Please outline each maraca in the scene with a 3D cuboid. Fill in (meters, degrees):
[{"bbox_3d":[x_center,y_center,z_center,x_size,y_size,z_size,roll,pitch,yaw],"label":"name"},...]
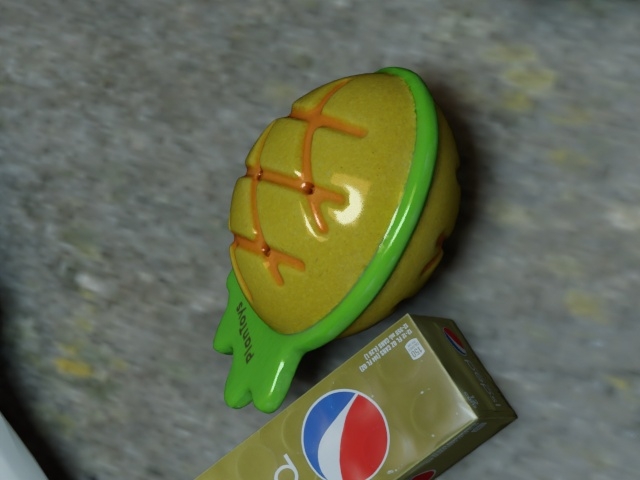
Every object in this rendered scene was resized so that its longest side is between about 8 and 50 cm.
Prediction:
[{"bbox_3d":[0.000,0.000,0.791,0.186,0.099,0.127,-55,26,26],"label":"maraca"}]

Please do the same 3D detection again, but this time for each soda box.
[{"bbox_3d":[0.001,0.113,0.802,0.181,0.058,0.061,-39,71,18],"label":"soda box"}]

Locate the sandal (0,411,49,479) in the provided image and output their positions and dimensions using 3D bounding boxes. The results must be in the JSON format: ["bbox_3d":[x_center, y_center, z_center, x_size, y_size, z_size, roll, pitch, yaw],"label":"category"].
[{"bbox_3d":[-0.237,0.044,0.907,0.169,0.102,0.416,-27,87,36],"label":"sandal"}]
